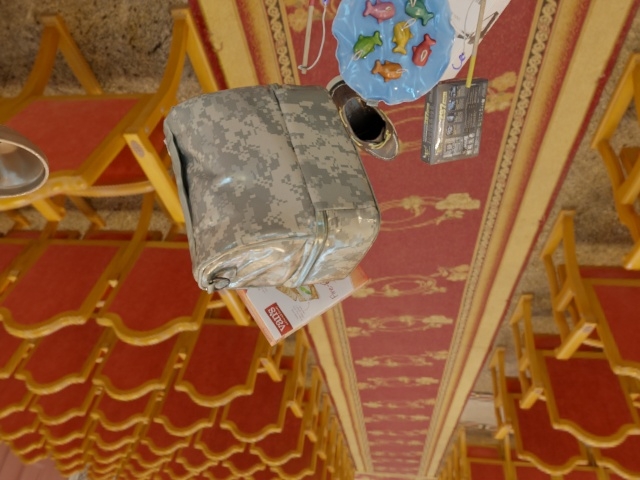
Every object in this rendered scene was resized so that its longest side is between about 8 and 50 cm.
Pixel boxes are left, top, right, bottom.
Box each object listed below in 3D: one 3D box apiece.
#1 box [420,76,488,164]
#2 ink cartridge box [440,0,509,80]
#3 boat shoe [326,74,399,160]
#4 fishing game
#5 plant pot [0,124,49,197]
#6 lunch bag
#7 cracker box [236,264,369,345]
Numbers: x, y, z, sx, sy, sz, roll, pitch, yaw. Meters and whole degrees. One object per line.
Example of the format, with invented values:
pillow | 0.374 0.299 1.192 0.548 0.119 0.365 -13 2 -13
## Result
box | 0.390 -0.351 1.449 0.183 0.059 0.233 -14 119 -23
ink cartridge box | 0.319 -0.588 1.215 0.223 0.129 0.307 45 129 13
boat shoe | 0.090 -0.211 0.931 0.081 0.069 0.227 -37 138 15
fishing game | 0.106 -0.287 0.709 0.263 0.041 0.189 6 113 -8
plant pot | -0.837 -0.222 1.282 0.237 0.110 0.237 -13 153 -7
lunch bag | -0.089 -0.081 0.753 0.255 0.305 0.213 -6 154 -24
cracker box | -0.040 0.080 0.990 0.232 0.156 0.067 -31 167 -22
